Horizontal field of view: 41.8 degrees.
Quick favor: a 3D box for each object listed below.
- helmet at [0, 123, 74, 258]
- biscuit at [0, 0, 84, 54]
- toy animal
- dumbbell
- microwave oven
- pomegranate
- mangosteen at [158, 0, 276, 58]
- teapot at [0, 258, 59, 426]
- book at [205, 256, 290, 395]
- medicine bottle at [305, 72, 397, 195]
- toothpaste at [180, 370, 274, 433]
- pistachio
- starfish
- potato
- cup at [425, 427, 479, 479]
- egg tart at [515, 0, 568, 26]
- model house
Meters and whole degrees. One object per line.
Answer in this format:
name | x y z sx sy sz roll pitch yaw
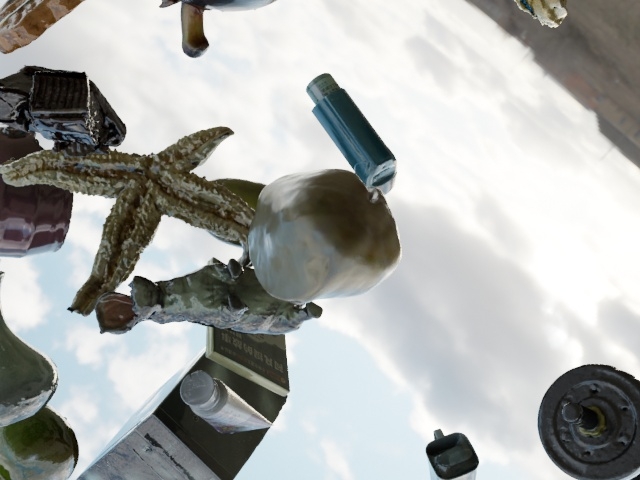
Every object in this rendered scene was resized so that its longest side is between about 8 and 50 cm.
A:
helmet | -0.686 -0.097 1.761 0.338 0.271 0.197 36 -151 22
biscuit | -0.337 -0.388 1.195 0.047 0.334 0.202 56 -178 -34
toy animal | -0.173 0.090 1.309 0.343 0.168 0.106 1 -110 -18
dumbbell | 0.371 0.241 1.055 0.325 0.143 0.143 30 -159 -50
microwave oven | -0.333 0.477 2.037 0.236 0.432 0.374 44 -139 -5
pomegranate | -0.556 0.390 1.556 0.210 0.179 0.179 -13 -127 -44
mangosteen | -0.131 -0.347 1.005 0.235 0.261 0.235 19 -156 -9
teapot | -0.523 0.162 1.313 0.183 0.183 0.251 -22 -83 -67
book | -0.149 0.173 1.711 0.202 0.027 0.264 35 -150 -31
medicine bottle | 0.062 -0.208 1.657 0.258 0.079 0.124 56 166 11
toothpaste | -0.184 0.328 1.609 0.299 0.114 0.073 62 -161 -59
pistachio | 0.000 0.000 1.120 0.166 0.197 0.288 36 171 -20
starfish | -0.318 -0.041 1.417 0.082 0.432 0.324 88 170 -74
potato | -0.151 -0.055 1.786 0.228 0.149 0.197 15 -176 -41
cup | 0.267 0.462 1.740 0.129 0.095 0.128 80 168 -46
egg tart | 0.328 -0.478 1.366 0.291 0.107 0.291 38 -151 -26
model house | -0.409 -0.185 1.235 0.203 0.141 0.164 5 -152 4
